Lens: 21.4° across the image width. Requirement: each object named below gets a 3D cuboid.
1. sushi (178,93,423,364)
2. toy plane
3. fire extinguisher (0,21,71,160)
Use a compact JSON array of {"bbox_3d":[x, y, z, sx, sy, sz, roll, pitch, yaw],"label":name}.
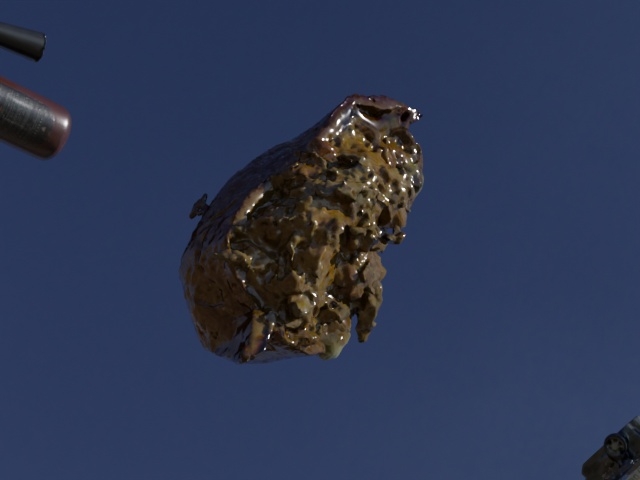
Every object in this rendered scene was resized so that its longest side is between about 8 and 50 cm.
[{"bbox_3d":[-0.003,-0.003,0.510,0.061,0.118,0.060,36,-38,-25],"label":"sushi"},{"bbox_3d":[0.222,0.158,1.191,0.226,0.226,0.058,-36,-100,21],"label":"toy plane"},{"bbox_3d":[-0.141,-0.071,0.671,0.100,0.032,0.046,27,-75,-31],"label":"fire extinguisher"}]
